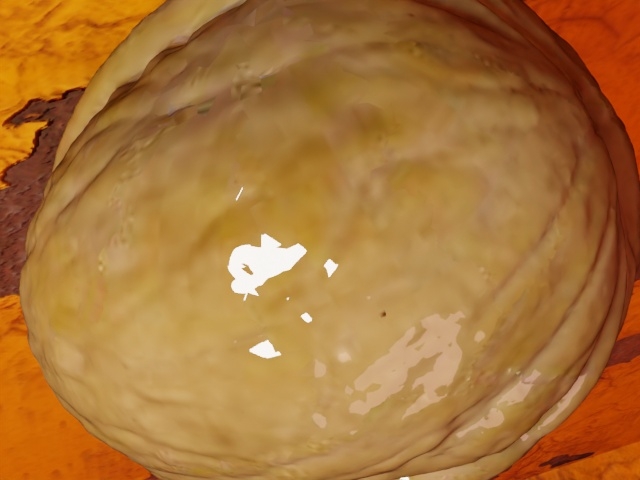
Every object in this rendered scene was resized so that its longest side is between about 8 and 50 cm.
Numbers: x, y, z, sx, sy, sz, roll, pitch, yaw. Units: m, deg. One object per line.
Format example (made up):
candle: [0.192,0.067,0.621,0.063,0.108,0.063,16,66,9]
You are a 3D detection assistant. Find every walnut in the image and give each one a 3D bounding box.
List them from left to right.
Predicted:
walnut: [0.000,0.000,0.898,0.332,0.333,0.333,-18,159,-7]
